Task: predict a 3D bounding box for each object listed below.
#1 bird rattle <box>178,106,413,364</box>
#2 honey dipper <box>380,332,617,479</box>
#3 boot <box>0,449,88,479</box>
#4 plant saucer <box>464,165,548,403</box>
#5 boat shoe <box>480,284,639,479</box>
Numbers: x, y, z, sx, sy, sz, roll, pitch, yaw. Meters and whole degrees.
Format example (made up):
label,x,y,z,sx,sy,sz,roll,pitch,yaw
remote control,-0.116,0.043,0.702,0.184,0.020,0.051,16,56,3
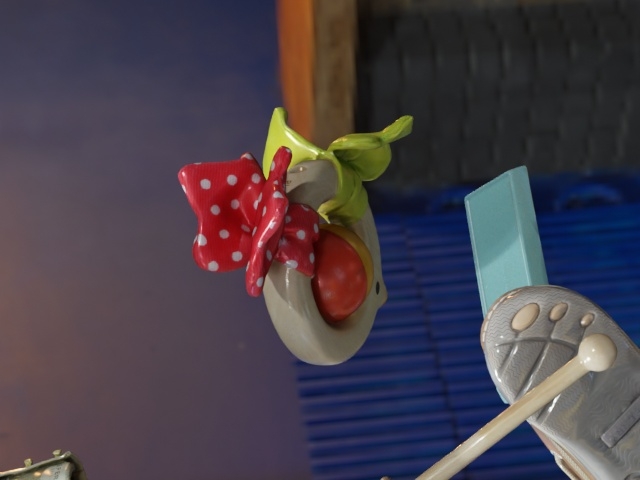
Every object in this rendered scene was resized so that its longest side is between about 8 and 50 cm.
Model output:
label,x,y,z,sx,sy,sz,roll,pitch,yaw
bird rattle,0.000,0.000,1.424,0.253,0.143,0.207,-58,-45,-62
honey dipper,0.075,0.098,0.850,0.030,0.160,0.030,53,-177,-4
boot,-0.257,0.185,1.291,0.077,0.165,0.213,-95,-17,-44
plant saucer,0.154,0.033,1.468,0.067,0.018,0.192,-32,55,39
boat shoe,0.243,0.155,1.366,0.324,0.123,0.116,51,177,-8
